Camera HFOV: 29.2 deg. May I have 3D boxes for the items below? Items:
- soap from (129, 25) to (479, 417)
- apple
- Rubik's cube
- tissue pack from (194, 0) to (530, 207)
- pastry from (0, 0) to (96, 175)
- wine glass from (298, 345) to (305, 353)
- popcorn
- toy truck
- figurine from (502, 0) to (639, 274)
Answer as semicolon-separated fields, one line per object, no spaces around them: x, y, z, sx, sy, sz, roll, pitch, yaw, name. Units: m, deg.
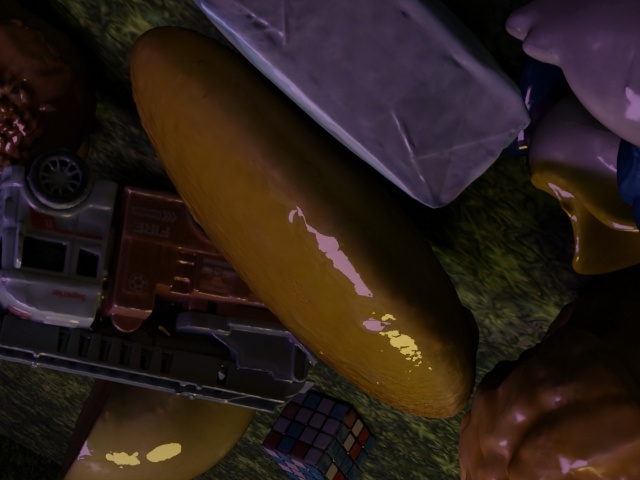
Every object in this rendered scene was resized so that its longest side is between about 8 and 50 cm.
-0.002;0.002;0.859;0.306;0.115;0.427;52;179;19;soap
-0.170;0.109;1.287;0.233;0.295;0.258;-6;175;-1;apple
-0.001;0.256;1.556;0.092;0.092;0.092;16;152;36;Rubik's cube
-0.003;-0.128;0.680;0.177;0.089;0.263;42;-173;-19;tissue pack
-0.341;-0.125;1.144;0.255;0.162;0.311;23;159;0;pastry
0.014;0.069;1.195;0.072;0.072;0.155;38;156;-11;wine glass
0.220;0.127;0.832;0.225;0.264;0.332;59;-171;-15;popcorn
-0.163;0.040;1.085;0.338;0.185;0.133;10;161;-16;toy truck
0.209;-0.057;0.628;0.283;0.205;0.338;32;174;-23;figurine
